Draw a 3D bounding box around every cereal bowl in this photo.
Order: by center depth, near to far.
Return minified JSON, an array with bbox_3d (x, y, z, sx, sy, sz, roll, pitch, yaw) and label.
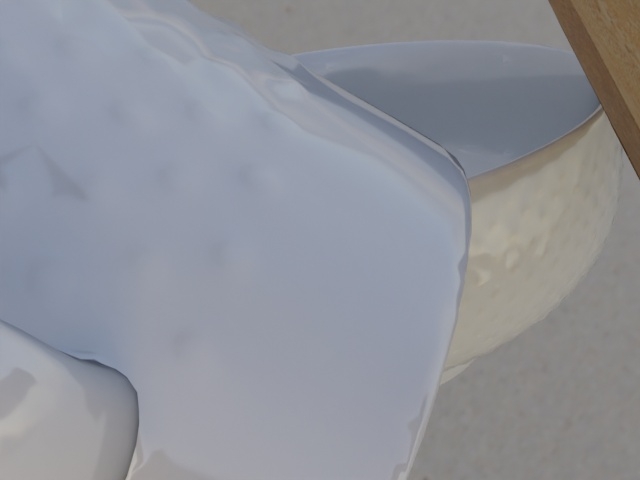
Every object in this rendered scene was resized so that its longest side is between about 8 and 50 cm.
[{"bbox_3d":[0.000,0.000,0.962,0.339,0.141,0.339,-8,19,3],"label":"cereal bowl"}]

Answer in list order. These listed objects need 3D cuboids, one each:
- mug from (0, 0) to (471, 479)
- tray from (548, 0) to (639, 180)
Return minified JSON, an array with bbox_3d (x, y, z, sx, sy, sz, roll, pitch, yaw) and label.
[{"bbox_3d":[-0.157,0.015,0.446,0.328,0.374,0.276,29,81,-11],"label":"mug"},{"bbox_3d":[0.181,-0.079,0.744,0.203,0.076,0.411,32,23,-25],"label":"tray"}]
